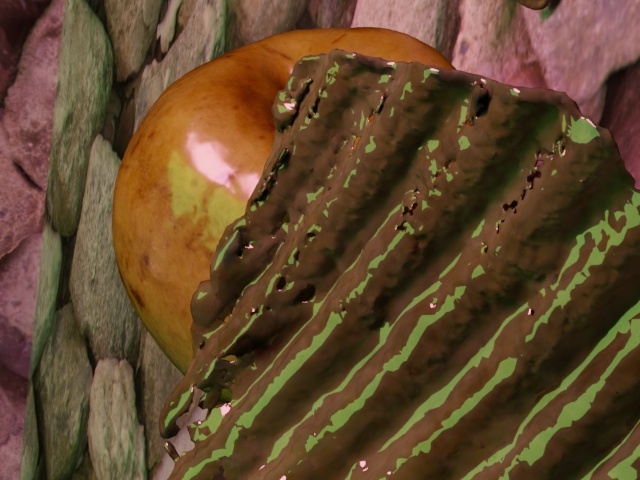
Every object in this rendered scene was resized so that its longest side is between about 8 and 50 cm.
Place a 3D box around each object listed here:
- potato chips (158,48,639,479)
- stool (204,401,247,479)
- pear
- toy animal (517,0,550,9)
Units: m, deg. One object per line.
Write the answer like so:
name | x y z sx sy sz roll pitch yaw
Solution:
potato chips | 0.065 0.087 0.955 0.373 0.097 0.389 22 103 23
stool | -0.006 0.274 1.287 0.243 0.170 0.269 -126 47 -59
pear | 0.000 0.000 1.205 0.304 0.304 0.304 -173 90 -69
toy animal | 0.146 -0.242 1.183 0.218 0.103 0.101 127 163 -56
